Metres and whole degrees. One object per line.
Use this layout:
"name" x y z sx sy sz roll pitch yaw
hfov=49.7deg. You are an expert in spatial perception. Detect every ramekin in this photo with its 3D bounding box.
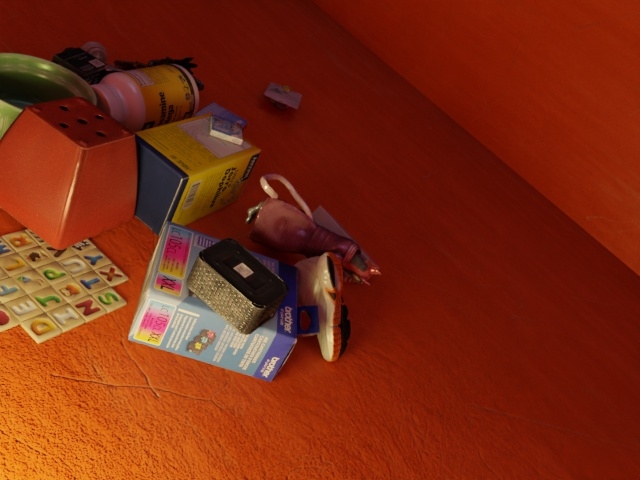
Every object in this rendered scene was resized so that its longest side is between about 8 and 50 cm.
"ramekin" -0.751 -0.343 1.796 0.303 0.148 0.303 21 32 -14

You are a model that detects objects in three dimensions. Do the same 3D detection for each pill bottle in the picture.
"pill bottle" -0.531 -0.406 2.029 0.188 0.188 0.334 40 37 16

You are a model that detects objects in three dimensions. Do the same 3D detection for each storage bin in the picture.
"storage bin" -0.171 0.092 1.429 0.180 0.084 0.122 40 34 12

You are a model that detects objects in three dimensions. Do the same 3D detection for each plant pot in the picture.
"plant pot" -0.580 -0.179 1.605 0.267 0.236 0.267 35 30 11

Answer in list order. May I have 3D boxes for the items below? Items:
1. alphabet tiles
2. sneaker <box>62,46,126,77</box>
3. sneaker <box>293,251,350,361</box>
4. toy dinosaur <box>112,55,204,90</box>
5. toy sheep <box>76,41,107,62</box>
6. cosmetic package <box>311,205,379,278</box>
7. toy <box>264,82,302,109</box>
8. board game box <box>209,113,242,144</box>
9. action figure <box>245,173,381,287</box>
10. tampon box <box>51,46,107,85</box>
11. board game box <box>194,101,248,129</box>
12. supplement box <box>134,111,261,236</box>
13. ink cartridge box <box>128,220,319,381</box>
"alphabet tiles" -0.586 0.079 1.453 0.285 0.011 0.342 40 32 16
"sneaker" -0.692 -0.517 2.174 0.271 0.100 0.108 26 6 -2
"sneaker" -0.003 0.164 1.690 0.099 0.121 0.262 9 74 -62
"toy dinosaur" -0.529 -0.539 2.312 0.322 0.164 0.218 -18 30 -35
"toy sheep" -0.743 -0.607 2.255 0.091 0.091 0.132 2 35 -39
"cosmetic package" 0.066 0.008 2.029 0.239 0.060 0.099 49 7 29
"toy" -0.150 -0.550 2.700 0.137 0.056 0.237 22 26 -6
"board game box" -0.260 -0.305 1.899 0.090 0.020 0.090 16 35 -22
"action figure" 0.000 0.000 1.836 0.370 0.276 0.248 23 22 16
"tampon box" -0.703 -0.447 1.976 0.101 0.161 0.120 32 32 2
"board game box" -0.356 -0.381 2.304 0.145 0.027 0.281 29 31 2
"supplement box" -0.357 -0.186 1.856 0.194 0.195 0.356 38 32 13
"ink cartridge box" -0.199 0.144 1.557 0.395 0.151 0.270 22 32 -17
